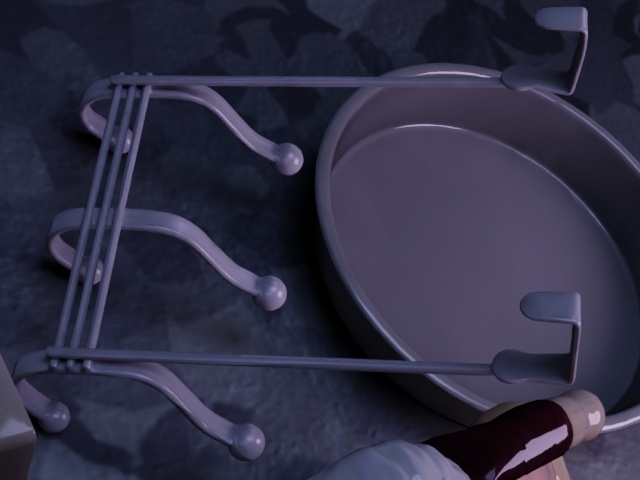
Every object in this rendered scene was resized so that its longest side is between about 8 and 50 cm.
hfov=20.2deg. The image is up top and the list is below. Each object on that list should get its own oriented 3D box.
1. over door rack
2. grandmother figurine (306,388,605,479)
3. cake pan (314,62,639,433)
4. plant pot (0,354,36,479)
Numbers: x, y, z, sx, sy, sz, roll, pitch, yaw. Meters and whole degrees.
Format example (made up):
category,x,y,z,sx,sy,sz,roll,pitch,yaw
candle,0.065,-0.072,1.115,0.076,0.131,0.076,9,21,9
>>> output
category,x,y,z,sx,sy,sz,roll,pitch,yaw
over door rack,0.000,0.000,1.042,0.324,0.108,0.239,-6,49,15
grandmother figurine,0.051,0.142,0.904,0.104,0.342,0.208,37,91,13
cake pan,0.121,0.011,1.212,0.293,0.054,0.293,15,51,-19
plant pot,-0.217,0.093,0.936,0.096,0.109,0.109,-19,67,-23
